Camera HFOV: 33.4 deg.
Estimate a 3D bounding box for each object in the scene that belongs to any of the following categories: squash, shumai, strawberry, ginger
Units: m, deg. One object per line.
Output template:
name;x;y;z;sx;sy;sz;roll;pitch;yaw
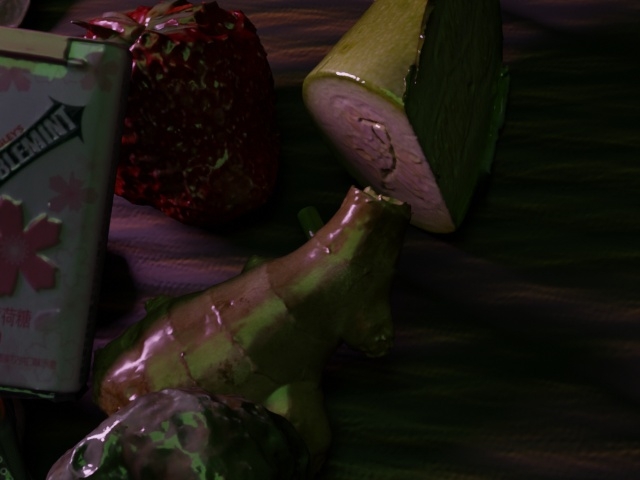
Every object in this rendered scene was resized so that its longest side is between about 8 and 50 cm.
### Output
squash;0.000;0.000;1.216;0.027;0.027;0.083;-23;56;-4
squash;0.151;-0.202;1.201;0.309;0.234;0.210;-45;42;-18
shumai;-0.117;0.253;0.918;0.260;0.222;0.225;22;101;-6
strawberry;-0.177;-0.156;1.262;0.261;0.258;0.261;-14;28;7
ginger;-0.049;0.112;1.061;0.375;0.166;0.236;-33;54;15

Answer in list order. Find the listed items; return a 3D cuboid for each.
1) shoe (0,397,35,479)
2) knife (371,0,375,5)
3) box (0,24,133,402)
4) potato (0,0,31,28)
shoe;-0.340;0.232;1.105;0.074;0.077;0.194;-18;55;-1
knife;0.092;-0.233;1.346;0.064;0.031;0.222;-3;57;4
box;-0.308;-0.025;1.087;0.190;0.112;0.370;9;91;-2
potato;-0.551;-0.302;1.493;0.264;0.211;0.189;-8;6;-33
